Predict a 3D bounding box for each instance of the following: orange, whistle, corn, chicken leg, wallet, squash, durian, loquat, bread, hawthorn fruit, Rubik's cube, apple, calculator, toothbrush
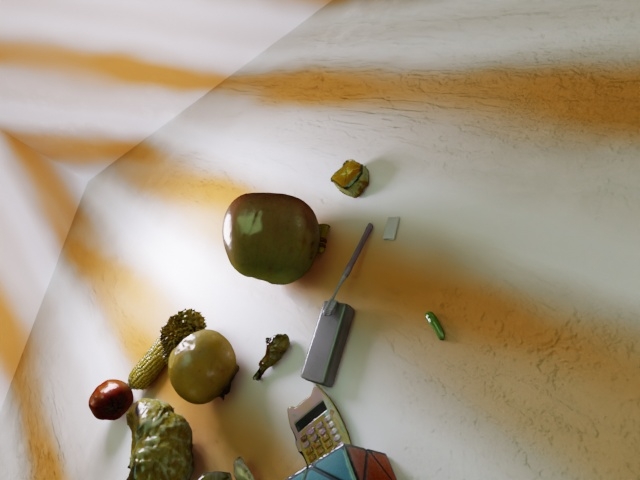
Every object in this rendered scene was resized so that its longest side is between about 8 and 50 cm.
[{"bbox_3d":[-0.507,0.673,1.295,0.368,0.210,0.271,-109,29,-44],"label":"orange"},{"bbox_3d":[-0.002,-0.004,1.479,0.057,0.046,0.109,4,70,25],"label":"whistle"},{"bbox_3d":[-0.652,0.469,1.653,0.293,0.106,0.106,-52,43,-6],"label":"corn"},{"bbox_3d":[-0.167,0.375,1.345,0.093,0.070,0.178,34,96,53],"label":"chicken leg"},{"bbox_3d":[0.229,-0.040,1.335,0.044,0.011,0.083,0,63,40],"label":"wallet"},{"bbox_3d":[0.303,0.223,1.087,0.027,0.027,0.089,-38,46,12],"label":"squash"},{"bbox_3d":[-0.495,0.368,1.523,0.138,0.183,0.249,48,140,46],"label":"durian"},{"bbox_3d":[-0.388,0.424,1.382,0.244,0.244,0.243,-21,51,28],"label":"loquat"},{"bbox_3d":[0.116,-0.230,1.514,0.128,0.069,0.140,-50,40,-1],"label":"bread"},{"bbox_3d":[-0.850,0.629,1.658,0.194,0.157,0.157,7,67,39],"label":"hawthorn fruit"},{"bbox_3d":[0.060,0.597,0.900,0.205,0.207,0.205,-38,46,13],"label":"Rubik's cube"},{"bbox_3d":[-0.170,0.001,1.423,0.339,0.338,0.305,-5,79,37],"label":"apple"},{"bbox_3d":[0.000,0.527,1.124,0.157,0.033,0.236,-41,46,9],"label":"calculator"},{"bbox_3d":[0.096,0.085,1.304,0.029,0.024,0.354,8,57,36],"label":"toothbrush"}]

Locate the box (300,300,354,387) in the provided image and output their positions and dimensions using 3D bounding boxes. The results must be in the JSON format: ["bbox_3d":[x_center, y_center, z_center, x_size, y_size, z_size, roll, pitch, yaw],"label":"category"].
[{"bbox_3d":[0.023,0.305,1.237,0.103,0.055,0.243,1,62,40],"label":"box"}]

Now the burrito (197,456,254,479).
[{"bbox_3d":[-0.212,0.740,1.064,0.190,0.135,0.332,-24,32,-25],"label":"burrito"}]
